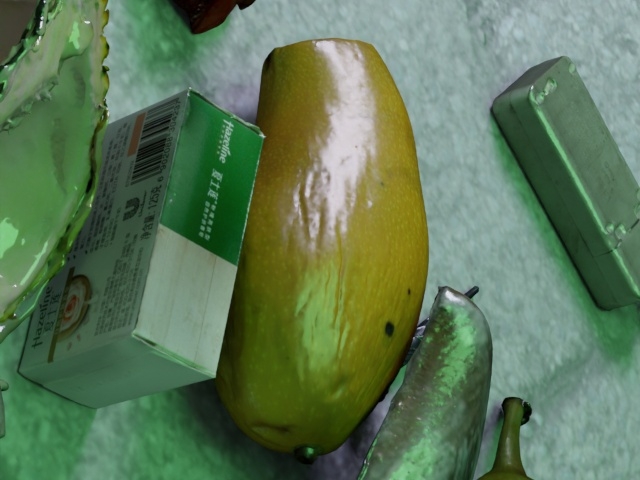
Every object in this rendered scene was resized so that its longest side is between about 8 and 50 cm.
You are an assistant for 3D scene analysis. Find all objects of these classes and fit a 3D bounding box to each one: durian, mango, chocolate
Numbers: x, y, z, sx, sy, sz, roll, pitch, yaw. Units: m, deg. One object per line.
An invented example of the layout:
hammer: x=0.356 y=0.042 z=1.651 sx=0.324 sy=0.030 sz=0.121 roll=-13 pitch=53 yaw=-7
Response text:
durian: x=-0.229 y=-0.026 z=1.196 sx=0.195 sy=0.186 sz=0.305 roll=55 pitch=52 yaw=-41
mango: x=0.003 y=0.000 z=1.412 sx=0.187 sy=0.144 sz=0.359 roll=39 pitch=50 yaw=-35
chocolate: x=0.078 y=0.171 z=1.391 sx=0.080 sy=0.157 sz=0.254 roll=20 pitch=63 yaw=7

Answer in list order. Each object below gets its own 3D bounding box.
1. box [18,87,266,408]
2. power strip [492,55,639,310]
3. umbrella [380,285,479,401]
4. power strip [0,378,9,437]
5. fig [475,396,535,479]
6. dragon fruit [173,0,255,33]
box: x=-0.125 y=0.008 z=1.288 sx=0.081 sy=0.135 sz=0.199 roll=32 pitch=57 yaw=-33
power strip: x=0.264 y=-0.032 z=1.741 sx=0.093 sy=0.053 sz=0.288 roll=-41 pitch=106 yaw=-45
umbrella: x=0.067 y=0.091 z=1.518 sx=0.269 sy=0.044 sz=0.044 roll=-40 pitch=133 yaw=-45
power strip: x=-0.309 y=0.114 z=1.116 sx=0.286 sy=0.080 sz=0.048 roll=-3 pitch=84 yaw=-47
fig: x=0.169 y=0.225 z=1.503 sx=0.151 sy=0.151 sz=0.259 roll=35 pitch=51 yaw=-31
dragon fruit: x=-0.072 y=-0.256 z=1.495 sx=0.092 sy=0.123 sz=0.192 roll=86 pitch=22 yaw=-47
